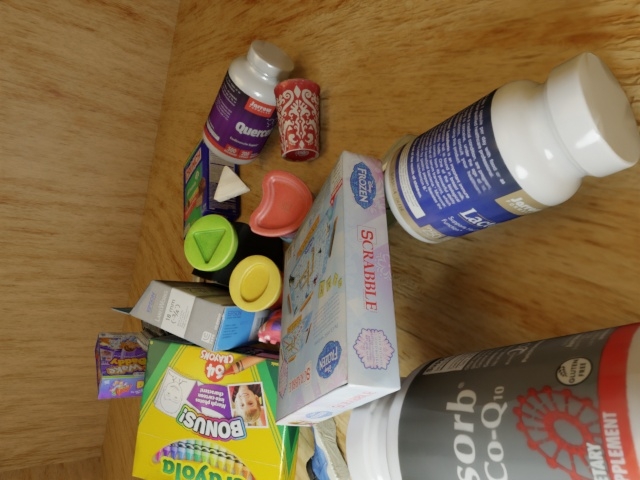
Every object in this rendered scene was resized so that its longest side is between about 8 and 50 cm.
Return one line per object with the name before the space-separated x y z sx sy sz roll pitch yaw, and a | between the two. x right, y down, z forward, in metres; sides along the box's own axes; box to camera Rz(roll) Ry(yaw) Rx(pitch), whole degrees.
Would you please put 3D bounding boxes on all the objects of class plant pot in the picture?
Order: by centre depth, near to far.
plant pot | -0.205 0.048 1.143 0.188 0.187 0.167 2 72 58

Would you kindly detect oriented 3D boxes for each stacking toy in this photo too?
stacking toy | -0.144 -0.009 1.001 0.279 0.130 0.309 24 85 25

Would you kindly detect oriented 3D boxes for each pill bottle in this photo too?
pill bottle | 0.200 0.217 0.438 0.363 0.210 0.210 -33 57 50
pill bottle | 0.217 -0.099 0.531 0.264 0.153 0.153 -25 63 53
pill bottle | -0.200 -0.382 1.212 0.323 0.181 0.181 -51 44 40

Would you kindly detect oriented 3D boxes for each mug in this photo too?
mug | -0.045 -0.280 1.049 0.113 0.150 0.169 -7 79 19

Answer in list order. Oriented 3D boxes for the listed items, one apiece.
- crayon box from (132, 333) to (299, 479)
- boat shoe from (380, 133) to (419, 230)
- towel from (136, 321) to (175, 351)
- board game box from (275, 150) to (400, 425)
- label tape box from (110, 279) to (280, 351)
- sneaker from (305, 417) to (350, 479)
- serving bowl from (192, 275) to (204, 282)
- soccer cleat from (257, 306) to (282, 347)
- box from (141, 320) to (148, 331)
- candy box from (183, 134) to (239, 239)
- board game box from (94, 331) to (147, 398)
crayon box | -0.230 0.399 0.978 0.363 0.106 0.313 4 85 17
boat shoe | 0.087 -0.068 0.764 0.302 0.113 0.103 -59 45 33
towel | -0.358 0.294 1.232 0.235 0.283 0.121 -8 61 55
board game box | 0.007 0.090 0.647 0.319 0.066 0.318 124 152 -56
label tape box | -0.304 0.163 1.071 0.333 0.240 0.106 14 89 26
sneaker | -0.002 0.413 0.849 0.084 0.058 0.152 -46 53 31
serving bowl | -0.465 0.152 1.650 0.083 0.027 0.083 -17 70 55
soccer cleat | -0.090 0.187 0.955 0.248 0.083 0.095 115 170 -73
box | -0.494 0.311 1.487 0.270 0.216 0.060 46 121 52
candy box | -0.395 -0.188 1.528 0.268 0.122 0.317 -34 55 50
board game box | -0.551 0.406 1.435 0.233 0.347 0.078 43 118 52
